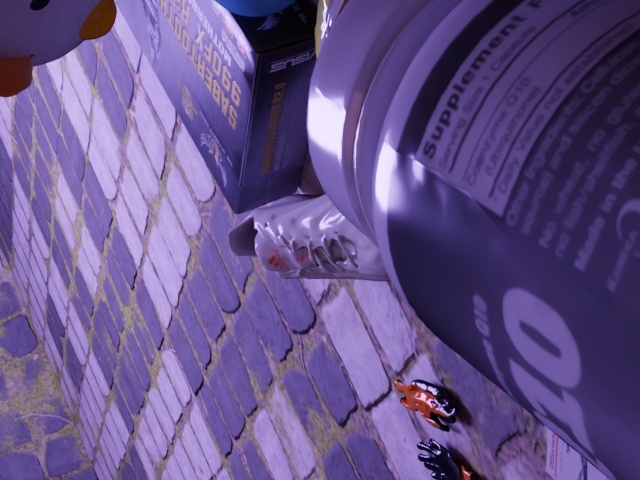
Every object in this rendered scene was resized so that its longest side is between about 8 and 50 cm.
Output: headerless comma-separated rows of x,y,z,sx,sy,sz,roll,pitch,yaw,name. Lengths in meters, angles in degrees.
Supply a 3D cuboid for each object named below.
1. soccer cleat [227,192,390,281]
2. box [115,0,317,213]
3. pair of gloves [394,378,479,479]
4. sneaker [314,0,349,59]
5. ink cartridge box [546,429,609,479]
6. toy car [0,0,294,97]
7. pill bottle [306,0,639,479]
0.000,0.000,0.843,0.196,0.076,0.068,3,112,67,soccer cleat
-0.081,-0.163,0.921,0.231,0.056,0.183,60,157,25,box
0.080,0.132,0.860,0.074,0.010,0.083,11,122,64,pair of gloves
0.031,-0.170,0.618,0.094,0.081,0.208,53,142,37,sneaker
0.143,0.114,0.662,0.083,0.028,0.048,46,149,47,ink cartridge box
-0.131,-0.161,0.687,0.210,0.238,0.219,33,168,8,toy car
0.118,-0.006,0.427,0.283,0.161,0.161,39,144,53,pill bottle
